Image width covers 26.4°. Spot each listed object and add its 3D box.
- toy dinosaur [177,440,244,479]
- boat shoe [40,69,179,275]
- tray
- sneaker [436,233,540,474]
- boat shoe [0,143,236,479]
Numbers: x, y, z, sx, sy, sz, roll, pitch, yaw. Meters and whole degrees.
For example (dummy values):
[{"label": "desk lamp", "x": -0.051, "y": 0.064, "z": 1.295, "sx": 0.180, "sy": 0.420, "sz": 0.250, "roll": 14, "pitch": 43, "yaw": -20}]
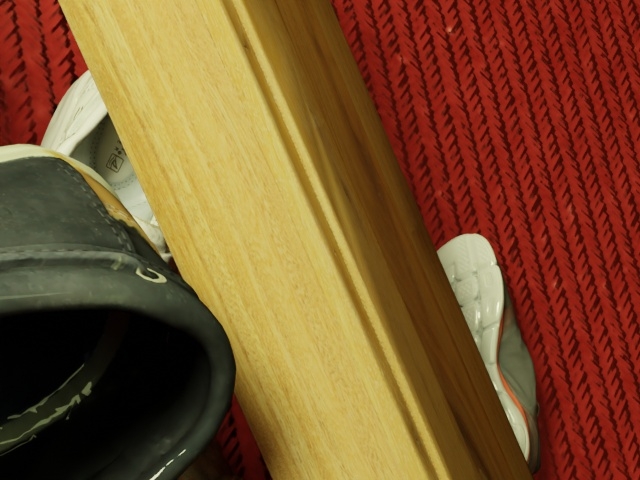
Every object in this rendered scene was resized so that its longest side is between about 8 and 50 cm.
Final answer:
[{"label": "toy dinosaur", "x": -0.061, "y": 0.235, "z": 0.633, "sx": 0.200, "sy": 0.127, "sz": 0.295, "roll": 21, "pitch": 73, "yaw": -64}, {"label": "boat shoe", "x": -0.119, "y": 0.009, "z": 0.693, "sx": 0.098, "sy": 0.096, "sz": 0.277, "roll": 22, "pitch": 60, "yaw": -22}, {"label": "tray", "x": 0.000, "y": 0.000, "z": 0.673, "sx": 0.411, "sy": 0.076, "sz": 0.203, "roll": 67, "pitch": 16, "yaw": -6}, {"label": "sneaker", "x": 0.102, "y": 0.075, "z": 0.839, "sx": 0.065, "sy": 0.061, "sz": 0.158, "roll": 21, "pitch": 58, "yaw": -54}, {"label": "boat shoe", "x": -0.237, "y": 0.112, "z": 0.441, "sx": 0.500, "sy": 0.156, "sz": 0.186, "roll": -28, "pitch": 129, "yaw": -35}]
